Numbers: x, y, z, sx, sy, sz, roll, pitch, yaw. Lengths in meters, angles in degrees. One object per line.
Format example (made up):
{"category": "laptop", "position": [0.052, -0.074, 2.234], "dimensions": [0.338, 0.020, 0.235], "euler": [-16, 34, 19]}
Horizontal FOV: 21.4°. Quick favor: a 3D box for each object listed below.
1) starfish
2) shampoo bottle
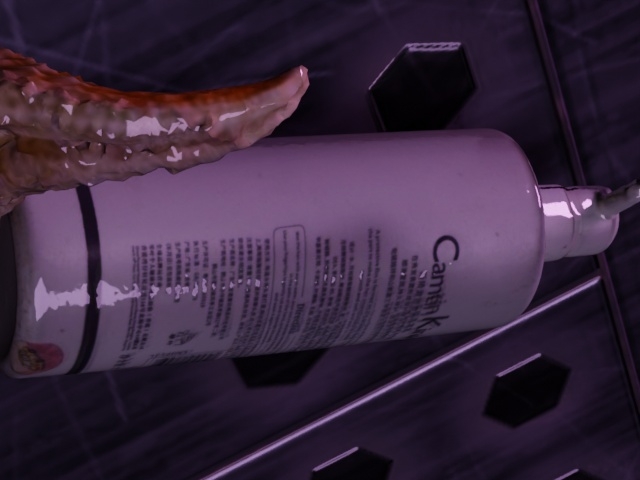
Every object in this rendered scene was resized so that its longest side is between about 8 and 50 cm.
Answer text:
{"category": "starfish", "position": [-0.170, -0.025, 0.406], "dimensions": [0.301, 0.293, 0.084], "euler": [-6, 93, -37]}
{"category": "shampoo bottle", "position": [0.000, 0.000, 0.662], "dimensions": [0.262, 0.085, 0.085], "euler": [-4, 129, -24]}
